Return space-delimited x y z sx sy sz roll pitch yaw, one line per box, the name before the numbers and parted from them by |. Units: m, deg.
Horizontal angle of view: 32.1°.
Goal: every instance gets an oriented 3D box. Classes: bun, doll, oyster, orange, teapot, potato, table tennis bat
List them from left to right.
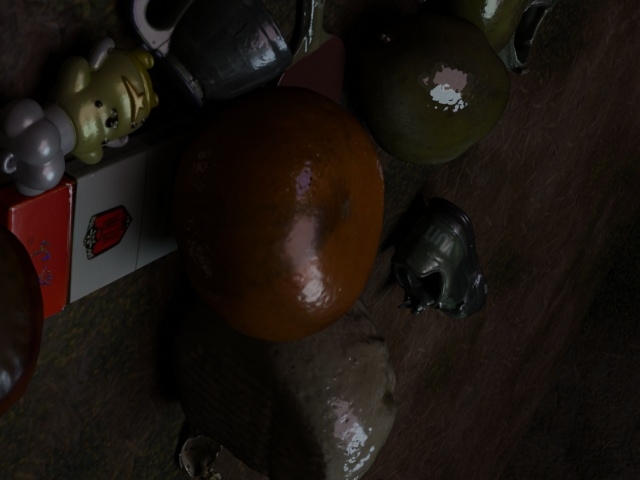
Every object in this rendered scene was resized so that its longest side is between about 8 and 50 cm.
doll | -0.199 -0.099 0.905 0.162 0.062 0.106 -40 143 -35
teapot | -0.097 -0.177 0.965 0.108 0.111 0.149 -42 157 -8
oyster | -0.138 0.266 1.387 0.083 0.081 0.038 -37 -167 30
orange | -0.042 -0.026 1.051 0.240 0.171 0.240 -18 110 -58
bun | -0.025 0.142 1.236 0.205 0.281 0.282 -40 147 -40
table tennis bat | -0.015 -0.188 1.209 0.138 0.022 0.247 -39 149 -39
potato | 0.127 -0.181 1.313 0.174 0.159 0.251 -51 146 0
potato | 0.208 -0.332 1.370 0.149 0.113 0.251 -46 160 -41

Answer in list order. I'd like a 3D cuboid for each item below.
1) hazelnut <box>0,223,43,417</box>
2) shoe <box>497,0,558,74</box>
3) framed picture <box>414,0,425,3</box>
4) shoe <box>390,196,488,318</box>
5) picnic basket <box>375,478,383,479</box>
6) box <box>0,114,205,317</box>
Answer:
hazelnut | -0.298 0.070 0.782 0.210 0.210 0.186 -53 130 -17
shoe | 0.277 -0.352 1.488 0.103 0.098 0.275 -14 127 -62
framed picture | 0.113 -0.411 1.013 0.265 0.016 0.347 -109 -147 -61
shoe | 0.170 0.066 1.713 0.149 0.109 0.293 -47 148 -19
picnic basket | 0.004 0.486 1.610 0.321 0.291 0.254 -45 152 -5
box | -0.199 -0.020 1.017 0.245 0.035 0.139 -30 141 -48
